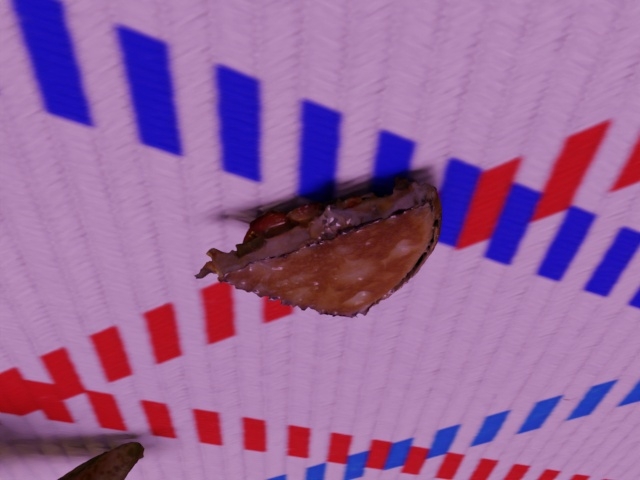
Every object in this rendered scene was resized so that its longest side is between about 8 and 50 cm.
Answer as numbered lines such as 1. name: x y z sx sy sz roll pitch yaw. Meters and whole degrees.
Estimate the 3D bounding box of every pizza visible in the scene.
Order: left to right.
1. pizza: 0.015 -0.003 0.607 0.100 0.029 0.099 12 145 -42

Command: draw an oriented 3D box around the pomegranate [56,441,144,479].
1. pomegranate: -0.232 0.218 0.891 0.302 0.236 0.236 -23 174 -38
